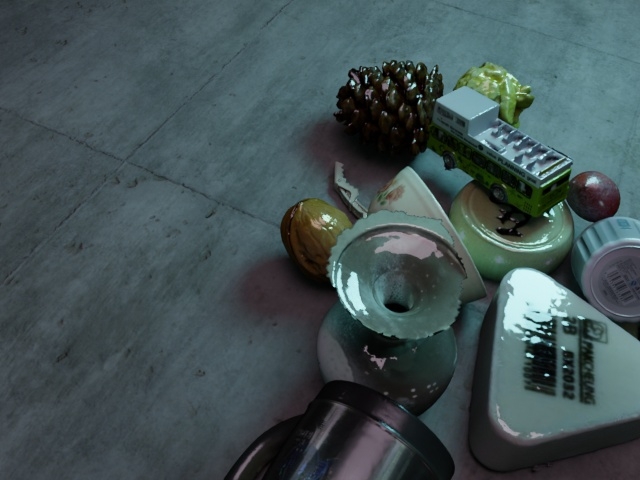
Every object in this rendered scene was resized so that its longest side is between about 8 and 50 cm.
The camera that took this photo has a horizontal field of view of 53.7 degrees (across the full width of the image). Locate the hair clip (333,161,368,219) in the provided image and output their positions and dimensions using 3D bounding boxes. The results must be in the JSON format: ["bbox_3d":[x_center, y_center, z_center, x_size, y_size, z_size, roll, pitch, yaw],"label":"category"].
[{"bbox_3d":[0.063,-0.087,1.356,0.072,0.034,0.226,-20,54,-18],"label":"hair clip"}]

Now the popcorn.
[{"bbox_3d":[0.396,-0.317,1.471,0.187,0.185,0.167,12,69,-5],"label":"popcorn"}]

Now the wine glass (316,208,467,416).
[{"bbox_3d":[0.106,0.145,0.987,0.238,0.323,0.238,3,50,-4],"label":"wine glass"}]

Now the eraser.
[{"bbox_3d":[0.379,0.201,1.070,0.331,0.150,0.331,2,49,-2],"label":"eraser"}]

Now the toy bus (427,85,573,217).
[{"bbox_3d":[0.349,-0.179,1.254,0.113,0.139,0.301,-30,51,-23],"label":"toy bus"}]

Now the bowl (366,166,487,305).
[{"bbox_3d":[0.171,0.017,1.152,0.145,0.277,0.277,-29,55,3],"label":"bowl"}]

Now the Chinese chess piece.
[{"bbox_3d":[0.385,-0.030,1.287,0.250,0.101,0.250,2,50,-2],"label":"Chinese chess piece"}]

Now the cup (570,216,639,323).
[{"bbox_3d":[0.563,0.040,1.124,0.167,0.221,0.202,61,22,1],"label":"cup"}]

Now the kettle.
[{"bbox_3d":[-0.023,0.381,0.882,0.321,0.228,0.324,10,49,40],"label":"kettle"}]

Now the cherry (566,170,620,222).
[{"bbox_3d":[0.556,-0.074,1.283,0.107,0.225,0.090,36,92,34],"label":"cherry"}]

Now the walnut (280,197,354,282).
[{"bbox_3d":[0.000,0.000,1.200,0.144,0.180,0.144,-31,25,17],"label":"walnut"}]

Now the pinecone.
[{"bbox_3d":[0.163,-0.294,1.417,0.272,0.224,0.224,6,50,20],"label":"pinecone"}]

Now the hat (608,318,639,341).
[{"bbox_3d":[0.653,0.175,1.119,0.257,0.130,0.257,1,51,-1],"label":"hat"}]
